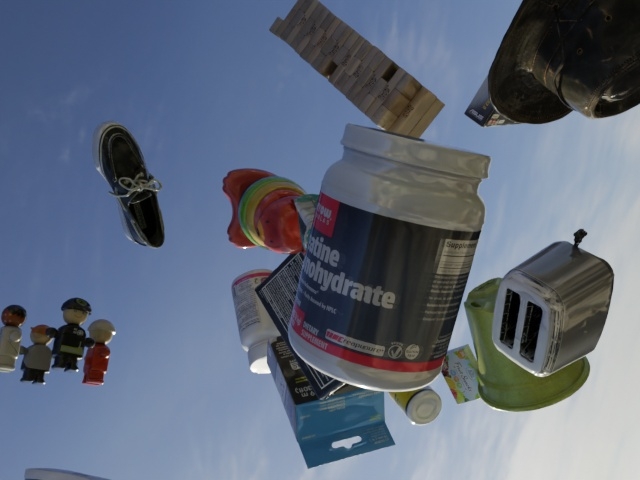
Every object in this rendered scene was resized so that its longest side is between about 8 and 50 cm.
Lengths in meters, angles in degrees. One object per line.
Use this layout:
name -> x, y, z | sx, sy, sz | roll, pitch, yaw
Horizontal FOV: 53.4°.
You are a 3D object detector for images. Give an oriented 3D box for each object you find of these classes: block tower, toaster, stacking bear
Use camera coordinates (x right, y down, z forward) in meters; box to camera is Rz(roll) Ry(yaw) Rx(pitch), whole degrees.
block tower -> 0.052, -0.291, 1.047 | 0.097, 0.335, 0.091 | -52, -34, 13
toaster -> 0.362, 0.105, 1.000 | 0.146, 0.129, 0.227 | -23, -50, -29
stacking bear -> -0.086, -0.047, 1.274 | 0.164, 0.289, 0.175 | -8, -76, -17

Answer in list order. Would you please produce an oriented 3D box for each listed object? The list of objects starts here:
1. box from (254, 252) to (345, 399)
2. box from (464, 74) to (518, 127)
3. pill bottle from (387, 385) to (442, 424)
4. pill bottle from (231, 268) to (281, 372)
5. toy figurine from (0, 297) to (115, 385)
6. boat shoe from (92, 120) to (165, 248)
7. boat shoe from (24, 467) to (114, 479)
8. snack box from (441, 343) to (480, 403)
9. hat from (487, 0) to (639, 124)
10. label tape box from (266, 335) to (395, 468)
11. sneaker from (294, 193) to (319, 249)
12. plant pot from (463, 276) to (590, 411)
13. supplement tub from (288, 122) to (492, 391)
box -> 0.061, 0.133, 1.379 | 0.183, 0.296, 0.294 | -15, -22, -48
box -> 0.429, -0.340, 1.385 | 0.231, 0.056, 0.183 | -15, -38, -51
pill bottle -> 0.246, 0.415, 1.744 | 0.103, 0.184, 0.103 | -6, -71, -18
pill bottle -> -0.170, 0.242, 1.918 | 0.160, 0.160, 0.283 | 44, -154, -54
toy figurine -> -0.553, 0.212, 1.328 | 0.213, 0.210, 0.148 | 75, -165, -66
boat shoe -> -0.425, -0.119, 1.445 | 0.113, 0.105, 0.306 | -26, -58, -36
boat shoe -> -0.536, 0.532, 1.339 | 0.095, 0.258, 0.084 | 34, -121, -52
snack box -> 0.384, 0.361, 1.715 | 0.037, 0.100, 0.141 | -24, -94, -53
hat -> 0.379, -0.253, 0.800 | 0.331, 0.134, 0.331 | -20, -38, -16
label tape box -> 0.026, 0.376, 1.610 | 0.241, 0.333, 0.105 | -9, -48, -20
sneaker -> 0.000, 0.000, 0.989 | 0.166, 0.065, 0.076 | -103, 10, -49
plant pot -> 0.476, 0.230, 1.552 | 0.276, 0.276, 0.253 | -38, -72, -45
supplement tub -> 0.079, 0.016, 0.738 | 0.191, 0.191, 0.272 | -5, -69, -57
